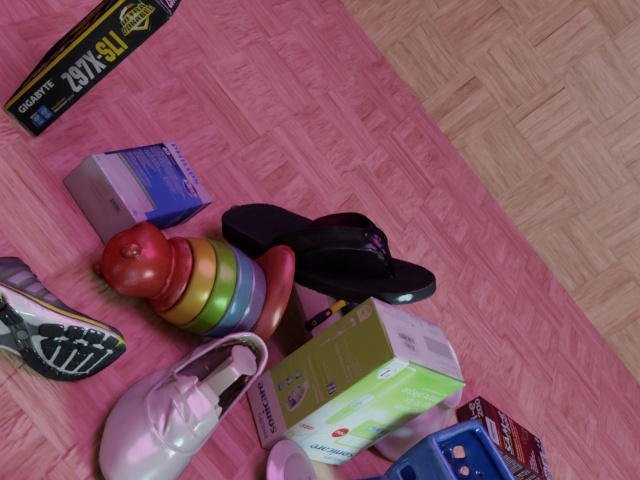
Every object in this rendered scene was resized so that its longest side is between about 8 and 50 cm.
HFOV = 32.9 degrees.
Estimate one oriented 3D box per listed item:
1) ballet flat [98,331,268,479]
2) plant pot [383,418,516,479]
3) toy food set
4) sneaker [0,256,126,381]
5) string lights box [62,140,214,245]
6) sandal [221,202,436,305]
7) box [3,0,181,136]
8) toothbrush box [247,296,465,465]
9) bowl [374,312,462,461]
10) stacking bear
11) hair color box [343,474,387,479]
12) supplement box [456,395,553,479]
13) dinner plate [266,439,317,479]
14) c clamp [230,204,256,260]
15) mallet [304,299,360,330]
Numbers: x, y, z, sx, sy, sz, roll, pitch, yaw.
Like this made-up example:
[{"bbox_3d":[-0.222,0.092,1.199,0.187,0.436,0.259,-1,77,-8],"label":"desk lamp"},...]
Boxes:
[{"bbox_3d":[-0.180,0.223,1.533,0.139,0.139,0.400,52,24,-2],"label":"ballet flat"},{"bbox_3d":[0.202,0.457,1.809,0.236,0.212,0.236,3,55,-60],"label":"plant pot"},{"bbox_3d":[-0.015,0.134,2.034,0.219,0.092,0.306,10,56,-59],"label":"toy food set"},{"bbox_3d":[-0.374,0.086,1.400,0.300,0.111,0.121,34,26,-41],"label":"sneaker"},{"bbox_3d":[-0.296,-0.083,1.806,0.133,0.076,0.259,56,24,5],"label":"string lights box"},{"bbox_3d":[-0.003,0.000,1.831,0.445,0.107,0.167,22,31,36],"label":"sandal"},{"bbox_3d":[-0.347,-0.334,1.752,0.079,0.322,0.257,45,25,-21],"label":"box"},{"bbox_3d":[0.056,0.236,1.755,0.206,0.283,0.122,26,36,-47],"label":"toothbrush box"},{"bbox_3d":[0.177,0.257,2.035,0.298,0.134,0.298,37,45,-48],"label":"bowl"},{"bbox_3d":[-0.207,0.058,1.688,0.289,0.175,0.164,21,62,-35],"label":"stacking bear"},{"bbox_3d":[0.074,0.524,1.503,0.105,0.174,0.347,-5,51,-18],"label":"hair color box"},{"bbox_3d":[0.404,0.453,2.361,0.239,0.073,0.130,37,29,-32],"label":"supplement box"},{"bbox_3d":[-0.037,0.377,1.675,0.141,0.017,0.141,39,42,-47],"label":"dinner plate"},{"bbox_3d":[-0.118,-0.013,2.104,0.137,0.022,0.161,28,34,-45],"label":"c clamp"},{"bbox_3d":[0.024,0.135,1.964,0.062,0.039,0.189,60,30,-8],"label":"mallet"}]
